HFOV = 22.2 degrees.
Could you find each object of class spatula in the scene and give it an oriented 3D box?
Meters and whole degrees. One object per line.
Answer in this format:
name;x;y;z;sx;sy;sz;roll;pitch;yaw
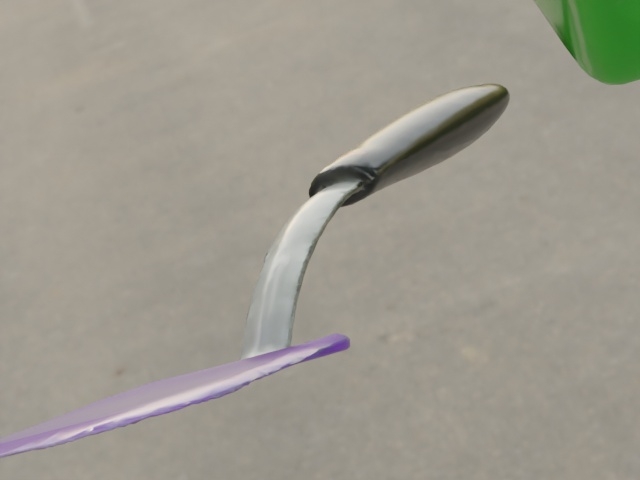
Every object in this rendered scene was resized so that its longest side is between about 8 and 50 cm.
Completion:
spatula;0.000;0.000;0.493;0.084;0.030;0.296;-17;15;33

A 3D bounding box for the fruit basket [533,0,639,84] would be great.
fruit basket;0.057;-0.268;0.361;0.283;0.392;0.392;-17;18;9
